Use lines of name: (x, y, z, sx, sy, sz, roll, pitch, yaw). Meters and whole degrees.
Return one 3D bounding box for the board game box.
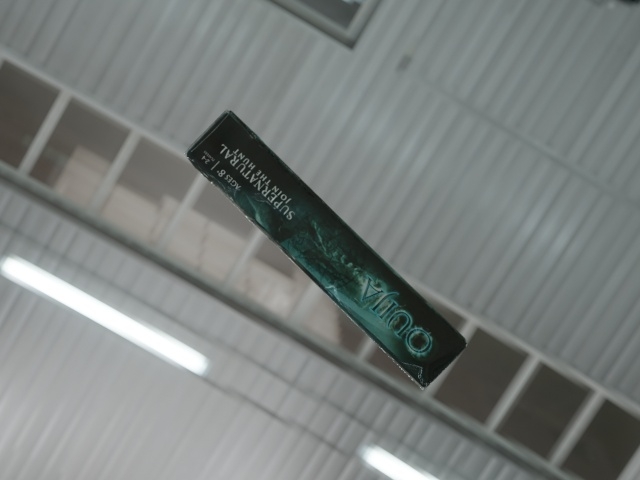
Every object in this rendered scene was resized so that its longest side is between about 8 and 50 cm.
board game box: (0.000, 0.000, 0.692, 0.126, 0.026, 0.186, 44, -179, -2)
